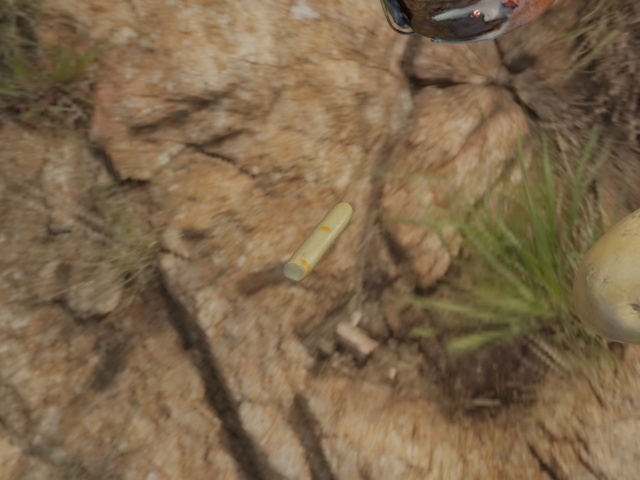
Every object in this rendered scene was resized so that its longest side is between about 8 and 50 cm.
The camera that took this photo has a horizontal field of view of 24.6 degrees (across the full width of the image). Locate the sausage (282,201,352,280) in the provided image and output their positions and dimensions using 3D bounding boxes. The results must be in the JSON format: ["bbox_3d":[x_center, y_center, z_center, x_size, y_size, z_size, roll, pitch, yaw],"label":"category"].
[{"bbox_3d":[0.000,0.000,1.341,0.024,0.132,0.024,11,120,19],"label":"sausage"}]

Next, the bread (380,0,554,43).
[{"bbox_3d":[0.161,-0.314,1.587,0.224,0.212,0.142,-37,133,-13],"label":"bread"}]

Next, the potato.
[{"bbox_3d":[0.247,0.022,1.023,0.147,0.112,0.112,-23,93,-1],"label":"potato"}]
